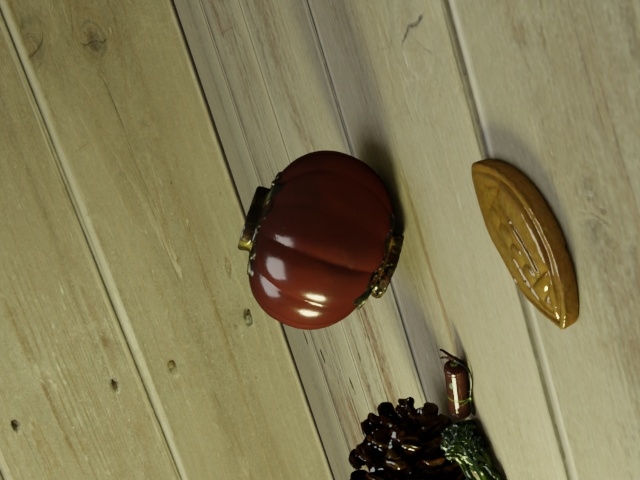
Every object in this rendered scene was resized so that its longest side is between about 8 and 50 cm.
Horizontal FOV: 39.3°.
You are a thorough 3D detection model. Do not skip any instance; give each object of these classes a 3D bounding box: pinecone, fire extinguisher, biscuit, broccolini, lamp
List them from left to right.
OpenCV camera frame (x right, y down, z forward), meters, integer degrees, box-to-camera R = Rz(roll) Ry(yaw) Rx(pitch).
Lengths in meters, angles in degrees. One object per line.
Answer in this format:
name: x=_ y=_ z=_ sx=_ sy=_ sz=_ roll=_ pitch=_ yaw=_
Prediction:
lamp: x=0.000 y=0.000 z=1.484 sx=0.303 sy=0.257 sz=0.303 roll=-161 pitch=90 yaw=-87
pinecone: x=0.159 y=0.414 z=1.592 sx=0.224 sy=0.224 sz=0.272 roll=-128 pitch=34 yaw=-56
fire extinguisher: x=0.219 y=0.231 z=1.434 sx=0.056 sy=0.039 sz=0.132 roll=17 pitch=135 yaw=34
broccolini: x=0.292 y=0.468 z=1.409 sx=0.079 sy=0.074 sz=0.392 roll=77 pitch=170 yaw=-65
biscuit: x=0.227 y=-0.003 z=1.005 sx=0.142 sy=0.029 sz=0.220 roll=100 pitch=148 yaw=-68
